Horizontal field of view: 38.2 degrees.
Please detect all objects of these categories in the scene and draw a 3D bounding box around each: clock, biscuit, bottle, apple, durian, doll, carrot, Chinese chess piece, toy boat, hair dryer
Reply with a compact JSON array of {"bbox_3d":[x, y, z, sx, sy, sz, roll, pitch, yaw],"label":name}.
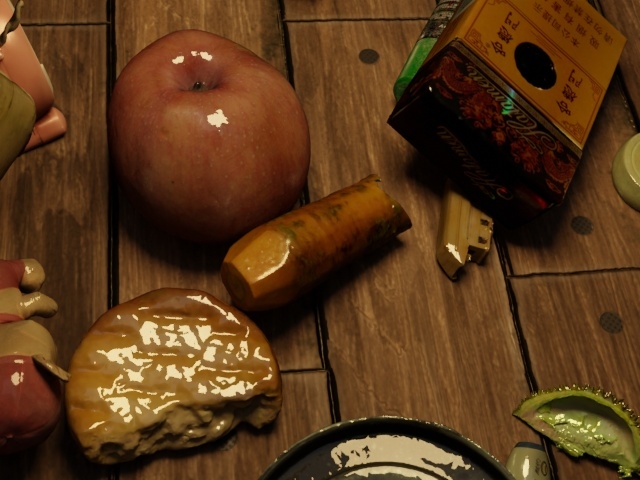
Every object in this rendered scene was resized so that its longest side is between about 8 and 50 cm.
[{"bbox_3d":[0.078,0.397,1.071,0.386,0.076,0.386,-2,60,3],"label":"clock"},{"bbox_3d":[-0.192,0.168,1.199,0.274,0.091,0.213,-8,63,-9],"label":"biscuit"},{"bbox_3d":[0.222,-0.350,1.553,0.093,0.093,0.330,24,59,8],"label":"bottle"},{"bbox_3d":[-0.156,-0.148,1.299,0.305,0.235,0.306,3,49,-3],"label":"apple"},{"bbox_3d":[-0.490,-0.269,1.344,0.142,0.241,0.227,-27,66,-17],"label":"clock"},{"bbox_3d":[0.371,0.248,1.238,0.215,0.086,0.100,25,93,12],"label":"durian"},{"bbox_3d":[-0.401,0.148,1.146,0.152,0.196,0.256,-3,51,-39],"label":"doll"},{"bbox_3d":[0.000,0.000,1.280,0.302,0.114,0.114,-29,66,-34],"label":"carrot"},{"bbox_3d":[0.535,-0.108,1.463,0.144,0.058,0.144,3,60,-5],"label":"Chinese chess piece"},{"bbox_3d":[0.222,-0.035,1.387,0.077,0.057,0.200,14,58,-4],"label":"toy boat"},{"bbox_3d":[0.307,0.367,1.171,0.199,0.067,0.167,29,69,-6],"label":"hair dryer"}]

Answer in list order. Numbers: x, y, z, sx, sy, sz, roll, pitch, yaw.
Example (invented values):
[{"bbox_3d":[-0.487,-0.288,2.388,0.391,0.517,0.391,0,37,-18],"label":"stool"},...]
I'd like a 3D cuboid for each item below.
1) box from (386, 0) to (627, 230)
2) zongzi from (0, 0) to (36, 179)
[{"bbox_3d":[0.298,-0.246,1.419,0.264,0.116,0.415,41,53,-11],"label":"box"},{"bbox_3d":[-0.465,-0.026,1.068,0.500,0.218,0.467,-40,44,-3],"label":"zongzi"}]
